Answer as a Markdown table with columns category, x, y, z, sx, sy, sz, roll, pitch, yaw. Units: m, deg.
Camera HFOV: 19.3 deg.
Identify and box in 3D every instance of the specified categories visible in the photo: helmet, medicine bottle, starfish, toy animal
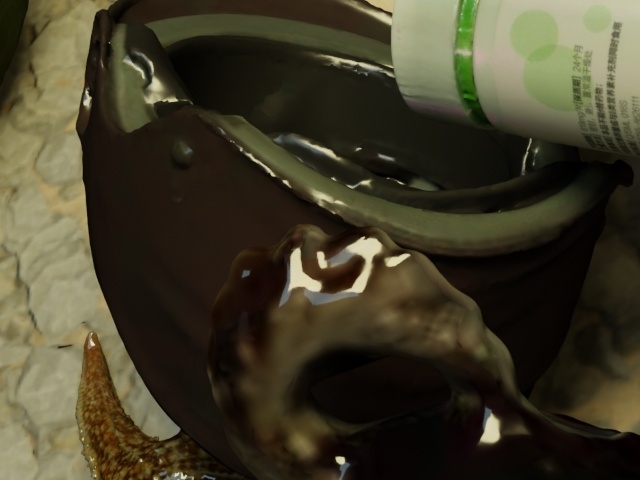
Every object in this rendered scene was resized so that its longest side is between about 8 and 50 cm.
| category | x | y | z | sx | sy | sz | roll | pitch | yaw |
| --- | --- | --- | --- | --- | --- | --- | --- | --- | --- |
| helmet | 0.000 | 0.000 | 0.849 | 0.305 | 0.225 | 0.177 | -119 | 37 | -65 |
| medicine bottle | 0.125 | -0.073 | 0.702 | 0.183 | 0.086 | 0.086 | 13 | 74 | 31 |
| starfish | -0.076 | 0.126 | 0.922 | 0.213 | 0.057 | 0.238 | -44 | 54 | -5 |
| toy animal | 0.145 | 0.090 | 0.649 | 0.344 | 0.302 | 0.194 | -24 | 14 | 14 |

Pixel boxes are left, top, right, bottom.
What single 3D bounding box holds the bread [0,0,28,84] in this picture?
| category | x | y | z | sx | sy | sz | roll | pitch | yaw |
| --- | --- | --- | --- | --- | --- | --- | --- | --- | --- |
| bread | -0.347 | -0.187 | 1.071 | 0.366 | 0.129 | 0.382 | -35 | 86 | 22 |
